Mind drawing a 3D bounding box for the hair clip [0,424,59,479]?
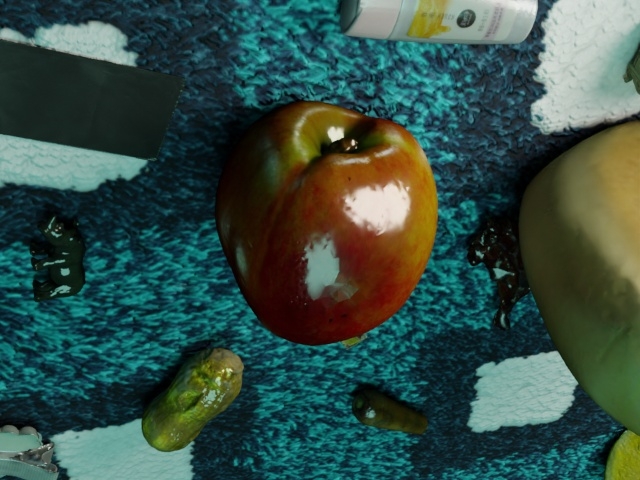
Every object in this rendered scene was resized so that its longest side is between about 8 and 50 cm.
[{"bbox_3d":[-0.483,0.309,1.315,0.220,0.054,0.140,11,134,-23],"label":"hair clip"}]

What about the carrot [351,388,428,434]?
[{"bbox_3d":[0.111,0.274,1.469,0.055,0.055,0.161,-40,139,21],"label":"carrot"}]

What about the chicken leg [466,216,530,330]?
[{"bbox_3d":[0.257,0.042,1.284,0.089,0.048,0.219,-21,136,8],"label":"chicken leg"}]

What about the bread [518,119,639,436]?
[{"bbox_3d":[0.431,0.056,1.119,0.347,0.376,0.253,-7,136,-13],"label":"bread"}]

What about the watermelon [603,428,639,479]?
[{"bbox_3d":[0.615,0.397,1.690,0.123,0.129,0.301,11,124,-30],"label":"watermelon"}]

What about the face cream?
[{"bbox_3d":[0.122,-0.241,0.955,0.198,0.057,0.084,-1,133,-17],"label":"face cream"}]

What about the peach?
[{"bbox_3d":[0.000,0.000,1.032,0.248,0.245,0.275,10,129,8],"label":"peach"}]

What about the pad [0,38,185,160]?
[{"bbox_3d":[-0.248,-0.142,0.973,0.193,0.004,0.116,8,130,-25],"label":"pad"}]

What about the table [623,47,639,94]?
[{"bbox_3d":[0.403,-0.198,1.071,0.062,0.079,0.083,-4,136,-15],"label":"table"}]

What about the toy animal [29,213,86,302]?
[{"bbox_3d":[-0.306,0.017,1.084,0.065,0.047,0.136,-7,134,-18],"label":"toy animal"}]

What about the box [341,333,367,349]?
[{"bbox_3d":[0.000,0.070,1.229,0.041,0.050,0.207,-28,135,8],"label":"box"}]

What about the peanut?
[{"bbox_3d":[-0.179,0.222,1.299,0.087,0.087,0.207,21,127,-33],"label":"peanut"}]
